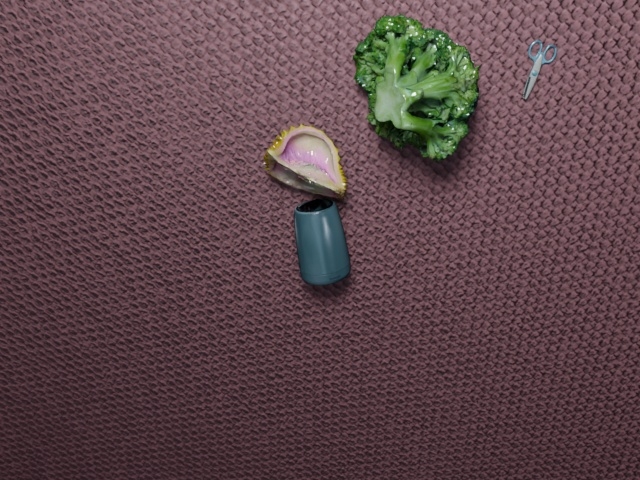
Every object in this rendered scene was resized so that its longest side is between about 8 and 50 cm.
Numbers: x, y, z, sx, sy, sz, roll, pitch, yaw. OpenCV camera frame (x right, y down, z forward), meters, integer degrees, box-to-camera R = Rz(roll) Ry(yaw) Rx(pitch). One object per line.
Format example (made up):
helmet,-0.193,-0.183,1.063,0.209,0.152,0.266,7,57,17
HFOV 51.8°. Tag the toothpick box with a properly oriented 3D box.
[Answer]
toothpick box,0.000,0.000,1.515,0.120,0.120,0.184,-7,112,7

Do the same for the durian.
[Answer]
durian,-0.035,-0.161,1.435,0.182,0.132,0.165,-3,127,-7

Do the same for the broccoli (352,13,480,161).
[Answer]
broccoli,0.181,-0.293,1.304,0.265,0.245,0.295,-29,87,35

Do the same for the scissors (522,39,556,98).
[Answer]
scissors,0.448,-0.353,1.373,0.058,0.014,0.119,14,112,-2
